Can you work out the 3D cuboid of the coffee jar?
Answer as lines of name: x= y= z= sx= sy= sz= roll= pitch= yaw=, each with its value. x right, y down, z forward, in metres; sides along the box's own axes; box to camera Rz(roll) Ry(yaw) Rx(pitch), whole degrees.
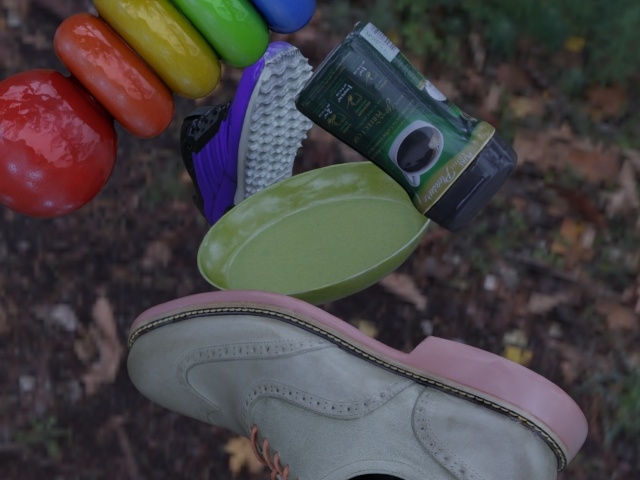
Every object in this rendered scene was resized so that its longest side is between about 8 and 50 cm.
coffee jar: x=0.075 y=-0.095 z=1.600 sx=0.184 sy=0.096 sz=0.079 roll=41 pitch=18 yaw=-2

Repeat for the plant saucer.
plant saucer: x=0.000 y=0.000 z=1.828 sx=0.241 sy=0.037 sz=0.241 roll=-14 pitch=29 yaw=8

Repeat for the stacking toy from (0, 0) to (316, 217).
stacking toy: x=-0.081 y=-0.144 z=1.138 sx=0.330 sy=0.141 sz=0.141 roll=-43 pitch=60 yaw=-1

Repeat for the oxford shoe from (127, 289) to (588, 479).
oxford shoe: x=-0.006 y=0.139 z=1.408 sx=0.397 sy=0.140 sz=0.146 roll=8 pitch=58 yaw=36

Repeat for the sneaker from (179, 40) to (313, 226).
sneaker: x=-0.097 y=-0.115 z=2.089 sx=0.102 sy=0.293 sz=0.146 roll=-30 pitch=57 yaw=-35
